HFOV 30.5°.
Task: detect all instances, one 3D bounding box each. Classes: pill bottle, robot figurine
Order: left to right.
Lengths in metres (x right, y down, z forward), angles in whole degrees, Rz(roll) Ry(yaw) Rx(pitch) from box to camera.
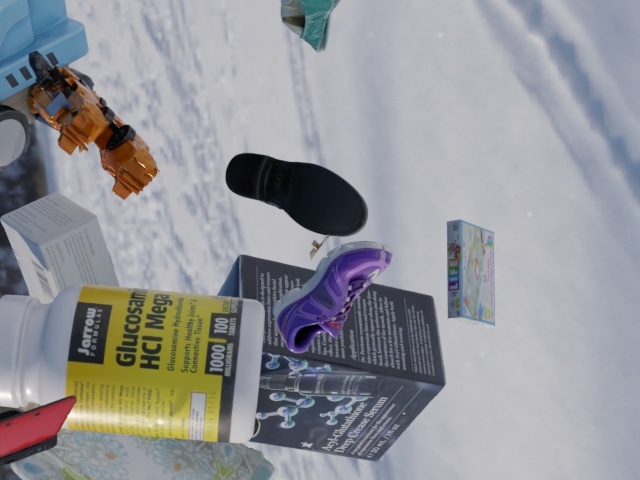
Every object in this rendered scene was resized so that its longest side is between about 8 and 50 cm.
[{"bbox_3d":[-0.334,-0.166,1.669,0.211,0.085,0.291,43,179,-32],"label":"robot figurine"},{"bbox_3d":[-0.244,0.154,1.503,0.188,0.334,0.187,-175,90,-86],"label":"pill bottle"}]

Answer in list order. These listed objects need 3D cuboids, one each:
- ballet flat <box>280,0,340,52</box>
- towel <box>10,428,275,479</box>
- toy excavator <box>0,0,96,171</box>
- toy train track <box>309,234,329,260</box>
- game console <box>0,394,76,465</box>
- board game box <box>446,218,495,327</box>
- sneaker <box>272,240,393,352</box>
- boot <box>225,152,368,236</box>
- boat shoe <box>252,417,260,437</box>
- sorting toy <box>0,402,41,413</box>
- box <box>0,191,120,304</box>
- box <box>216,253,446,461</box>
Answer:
[{"bbox_3d":[-0.018,-0.356,1.775,0.247,0.087,0.083,114,164,-77],"label":"ballet flat"},{"bbox_3d":[-0.268,0.370,1.869,0.090,0.320,0.374,-58,-8,24],"label":"towel"},{"bbox_3d":[-0.493,-0.399,1.895,0.222,0.433,0.445,27,138,30],"label":"toy excavator"},{"bbox_3d":[0.000,0.000,1.650,0.048,0.014,0.083,-54,-3,31],"label":"toy train track"},{"bbox_3d":[-0.351,0.196,1.245,0.124,0.144,0.085,23,117,38],"label":"game console"},{"bbox_3d":[0.235,0.053,1.830,0.026,0.103,0.154,-9,73,37],"label":"board game box"},{"bbox_3d":[0.020,0.065,1.280,0.170,0.068,0.071,-44,46,29],"label":"sneaker"},{"bbox_3d":[0.005,-0.068,1.773,0.263,0.229,0.091,24,97,31],"label":"boot"},{"bbox_3d":[-0.159,0.280,1.803,0.042,0.133,0.048,44,-131,-57],"label":"boat shoe"},{"bbox_3d":[-0.514,0.211,1.960,0.307,0.041,0.229,20,129,29],"label":"sorting toy"},{"bbox_3d":[-0.461,0.033,2.103,0.182,0.119,0.181,25,136,50],"label":"box"},{"bbox_3d":[-0.015,0.226,2.175,0.293,0.396,0.212,122,153,-45],"label":"box"}]
